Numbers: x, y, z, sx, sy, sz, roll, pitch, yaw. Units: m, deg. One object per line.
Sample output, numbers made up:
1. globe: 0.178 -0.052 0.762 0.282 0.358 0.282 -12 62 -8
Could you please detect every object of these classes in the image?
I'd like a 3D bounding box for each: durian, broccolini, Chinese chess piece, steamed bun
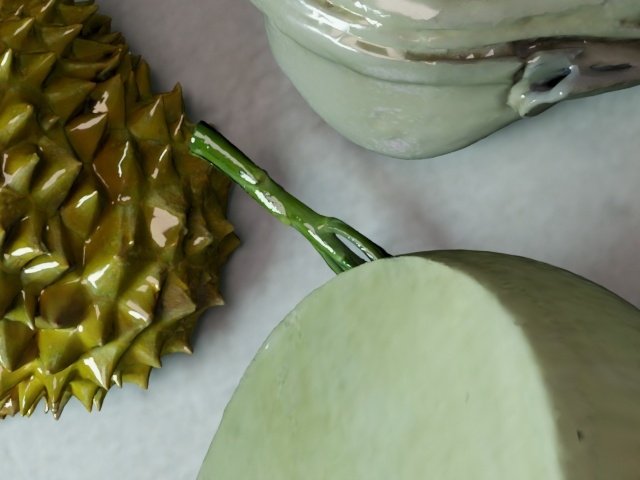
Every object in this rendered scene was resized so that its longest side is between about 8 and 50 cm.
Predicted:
1. durian: -0.122 -0.016 0.734 0.182 0.165 0.132 -49 29 -21
2. broccolini: 0.000 0.000 0.694 0.140 0.035 0.030 39 107 3
3. Chinese chess piece: 0.042 0.127 0.585 0.250 0.101 0.250 -33 49 48
4. steamed bun: 0.052 -0.150 0.651 0.218 0.144 0.211 -18 76 21
